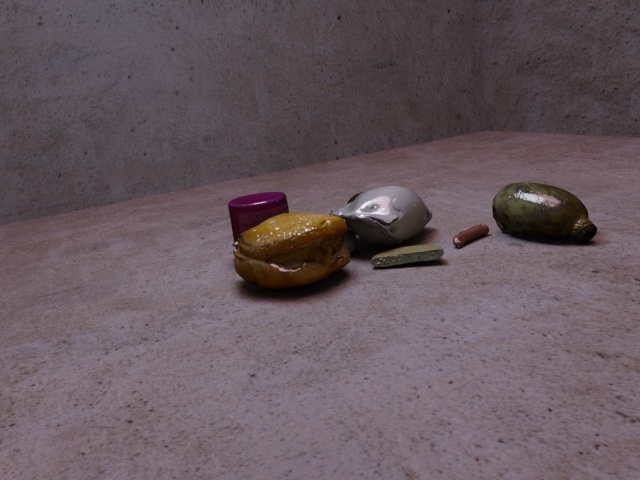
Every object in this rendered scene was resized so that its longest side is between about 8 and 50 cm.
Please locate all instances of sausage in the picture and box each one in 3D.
[{"bbox_3d":[0.424,-0.015,1.798,0.157,0.036,0.042,-22,12,-41],"label":"sausage"}]

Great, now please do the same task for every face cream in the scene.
[{"bbox_3d":[-0.172,-0.032,1.863,0.175,0.195,0.175,-9,14,2],"label":"face cream"}]

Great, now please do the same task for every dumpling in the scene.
[{"bbox_3d":[0.173,-0.080,1.880,0.260,0.181,0.341,8,35,34],"label":"dumpling"}]

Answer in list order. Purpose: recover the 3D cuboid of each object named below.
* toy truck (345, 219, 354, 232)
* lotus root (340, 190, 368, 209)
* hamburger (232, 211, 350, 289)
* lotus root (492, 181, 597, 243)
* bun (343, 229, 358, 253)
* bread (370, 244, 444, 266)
[{"bbox_3d":[0.152,-0.069,2.057,0.147,0.079,0.065,-9,16,-9],"label":"toy truck"},{"bbox_3d":[0.162,-0.113,2.160,0.209,0.120,0.120,-10,15,-9],"label":"lotus root"},{"bbox_3d":[-0.079,0.024,1.652,0.314,0.170,0.289,6,17,44],"label":"hamburger"},{"bbox_3d":[0.614,-0.077,1.735,0.173,0.173,0.309,-18,26,-34],"label":"lotus root"},{"bbox_3d":[0.039,0.001,1.846,0.140,0.083,0.141,-8,18,3],"label":"bun"},{"bbox_3d":[0.235,0.041,1.695,0.192,0.036,0.112,-8,10,13],"label":"bread"}]
